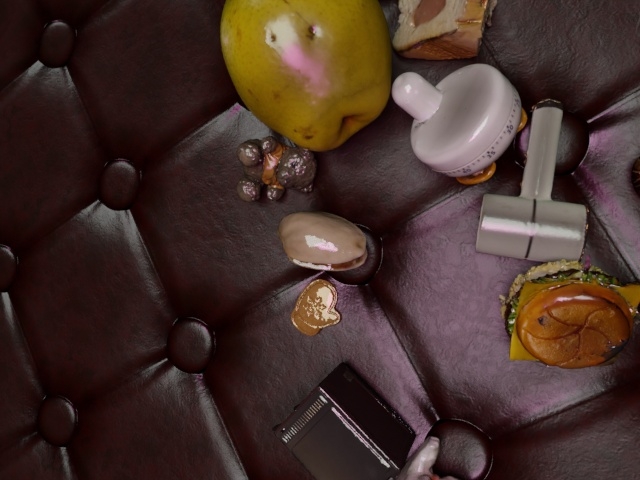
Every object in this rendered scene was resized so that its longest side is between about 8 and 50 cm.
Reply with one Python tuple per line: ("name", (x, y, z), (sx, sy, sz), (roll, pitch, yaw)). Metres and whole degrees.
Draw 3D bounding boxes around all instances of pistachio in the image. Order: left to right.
("pistachio", (0.000, 0.000, 1.170), (0.223, 0.126, 0.152), (20, 58, 18))

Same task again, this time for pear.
("pear", (-0.026, -0.406, 1.075), (0.363, 0.362, 0.418), (-30, 76, 15))

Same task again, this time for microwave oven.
("microwave oven", (0.057, 0.422, 1.101), (0.247, 0.188, 0.178), (43, 106, 11))

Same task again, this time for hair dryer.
("hair dryer", (0.446, -0.137, 1.041), (0.203, 0.128, 0.361), (9, 82, 18))

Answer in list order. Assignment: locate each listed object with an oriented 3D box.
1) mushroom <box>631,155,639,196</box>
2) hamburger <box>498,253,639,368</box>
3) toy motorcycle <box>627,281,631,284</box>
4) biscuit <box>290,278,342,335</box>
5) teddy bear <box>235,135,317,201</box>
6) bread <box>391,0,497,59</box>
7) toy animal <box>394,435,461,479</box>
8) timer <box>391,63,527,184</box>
("mushroom", (0.668, -0.127, 0.974), (0.109, 0.085, 0.126), (-23, 91, 14))
("hamburger", (0.477, 0.136, 0.966), (0.262, 0.138, 0.243), (8, 125, 10))
("toy motorcycle", (0.680, 0.025, 0.921), (0.197, 0.125, 0.331), (-4, 113, 12))
("biscuit", (-0.004, 0.165, 1.214), (0.118, 0.023, 0.140), (25, 95, 18))
("teddy bear", (-0.102, -0.177, 1.217), (0.190, 0.140, 0.177), (11, 133, 9))
("bread", (0.257, -0.495, 1.061), (0.224, 0.211, 0.183), (7, 97, 13))
("toy animal", (0.202, 0.614, 1.023), (0.188, 0.308, 0.266), (37, 122, -4))
("timer", (0.276, -0.254, 1.030), (0.233, 0.240, 0.233), (-36, 39, 37))
